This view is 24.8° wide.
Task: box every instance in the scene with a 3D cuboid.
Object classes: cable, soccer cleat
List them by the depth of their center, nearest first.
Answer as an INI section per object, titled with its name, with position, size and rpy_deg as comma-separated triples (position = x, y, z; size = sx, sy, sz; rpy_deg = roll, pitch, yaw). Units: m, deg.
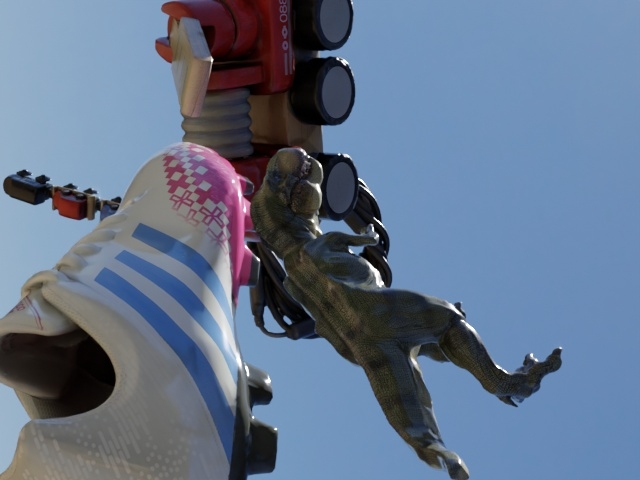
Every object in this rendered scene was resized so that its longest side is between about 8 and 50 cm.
[soccer cleat]
position = -0.109, 0.031, 0.806
size = 0.331, 0.143, 0.116
rpy_deg = -104, -147, -56
[cable]
position = 0.000, 0.000, 1.355
size = 0.047, 0.151, 0.184
rpy_deg = -5, -91, 63

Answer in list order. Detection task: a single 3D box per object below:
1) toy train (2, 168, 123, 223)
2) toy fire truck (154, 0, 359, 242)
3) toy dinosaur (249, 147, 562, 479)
[toy train]
position = -0.221, -0.034, 1.314
size = 0.158, 0.036, 0.027
rpy_deg = 16, -69, 23
[toy fire truck]
position = -0.070, -0.098, 1.127
size = 0.159, 0.246, 0.217
rpy_deg = 6, -76, 35
[toy dinosaur]
position = 0.045, 0.048, 0.730
size = 0.064, 0.118, 0.268
rpy_deg = -61, -145, 19
